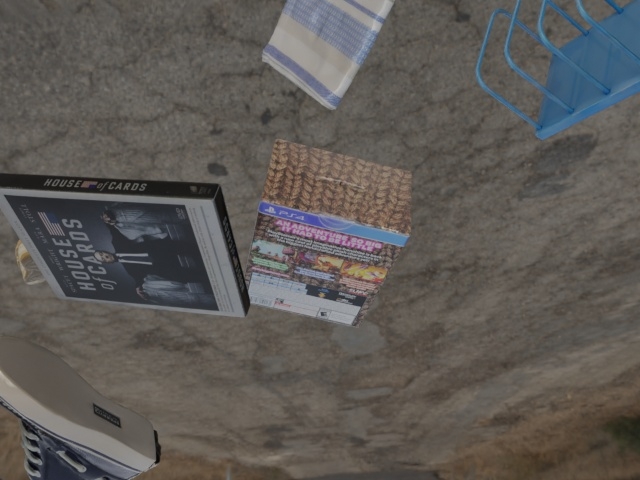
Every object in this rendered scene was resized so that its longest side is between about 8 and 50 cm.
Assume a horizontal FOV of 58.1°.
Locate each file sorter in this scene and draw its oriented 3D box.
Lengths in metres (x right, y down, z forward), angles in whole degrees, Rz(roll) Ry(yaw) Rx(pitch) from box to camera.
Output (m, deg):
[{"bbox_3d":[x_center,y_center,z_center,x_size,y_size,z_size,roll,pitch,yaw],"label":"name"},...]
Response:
[{"bbox_3d":[0.241,-0.195,0.524,0.105,0.118,0.170,30,154,-17],"label":"file sorter"}]

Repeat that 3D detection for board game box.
[{"bbox_3d":[0.000,0.000,0.997,0.232,0.141,0.291,14,141,-6],"label":"board game box"}]

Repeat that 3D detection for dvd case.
[{"bbox_3d":[-0.205,0.008,0.618,0.239,0.029,0.179,3,136,10],"label":"dvd case"}]

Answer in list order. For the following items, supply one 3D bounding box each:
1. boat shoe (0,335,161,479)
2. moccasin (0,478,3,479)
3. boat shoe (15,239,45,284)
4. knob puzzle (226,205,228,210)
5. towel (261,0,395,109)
[{"bbox_3d":[-0.404,0.288,0.859,0.158,0.127,0.340,-36,125,2],"label":"boat shoe"},{"bbox_3d":[-0.427,0.242,0.534,0.342,0.137,0.117,0,178,21],"label":"moccasin"},{"bbox_3d":[-0.651,0.046,1.304,0.063,0.059,0.170,-19,160,-30],"label":"boat shoe"},{"bbox_3d":[-0.353,-0.085,1.404,0.213,0.030,0.213,-6,154,-3],"label":"knob puzzle"},{"bbox_3d":[0.023,-0.361,0.866,0.034,0.209,0.285,6,122,-46],"label":"towel"}]
